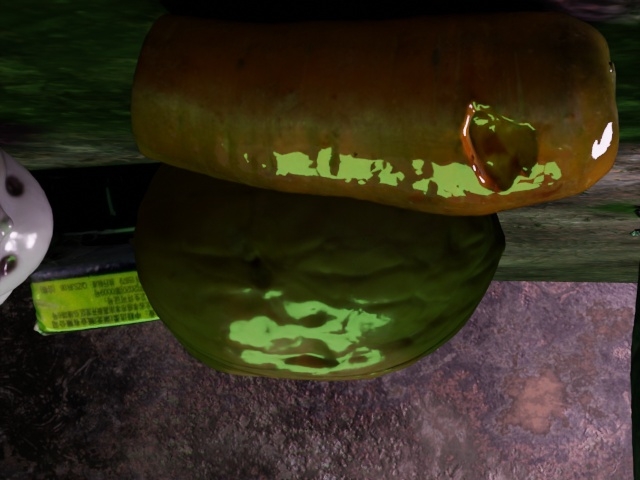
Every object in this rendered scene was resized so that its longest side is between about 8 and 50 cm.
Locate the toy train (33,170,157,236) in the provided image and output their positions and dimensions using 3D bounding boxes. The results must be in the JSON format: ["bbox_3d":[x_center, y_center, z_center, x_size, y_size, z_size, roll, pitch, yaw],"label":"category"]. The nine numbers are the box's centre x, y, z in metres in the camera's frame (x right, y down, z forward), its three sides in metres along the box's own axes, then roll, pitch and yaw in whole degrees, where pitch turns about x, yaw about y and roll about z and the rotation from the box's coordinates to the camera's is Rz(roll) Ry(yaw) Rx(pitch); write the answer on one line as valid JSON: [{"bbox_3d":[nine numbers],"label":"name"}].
[{"bbox_3d":[-0.200,-0.032,1.046,0.252,0.055,0.048,0,-169,30],"label":"toy train"}]

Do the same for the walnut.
[{"bbox_3d":[0.000,0.000,0.697,0.207,0.167,0.167,0,176,1],"label":"walnut"}]

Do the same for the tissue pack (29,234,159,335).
[{"bbox_3d":[-0.124,0.015,1.089,0.235,0.073,0.173,-6,-164,0],"label":"tissue pack"}]

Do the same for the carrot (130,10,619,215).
[{"bbox_3d":[0.023,-0.052,0.509,0.193,0.087,0.087,0,175,11],"label":"carrot"}]

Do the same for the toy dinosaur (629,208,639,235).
[{"bbox_3d":[0.341,-0.009,1.199,0.080,0.045,0.197,11,-177,18],"label":"toy dinosaur"}]

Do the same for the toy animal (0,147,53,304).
[{"bbox_3d":[-0.286,-0.013,0.823,0.193,0.127,0.178,3,178,-29],"label":"toy animal"}]

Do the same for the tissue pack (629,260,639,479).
[{"bbox_3d":[0.227,0.037,0.657,0.103,0.228,0.315,5,178,20],"label":"tissue pack"}]
